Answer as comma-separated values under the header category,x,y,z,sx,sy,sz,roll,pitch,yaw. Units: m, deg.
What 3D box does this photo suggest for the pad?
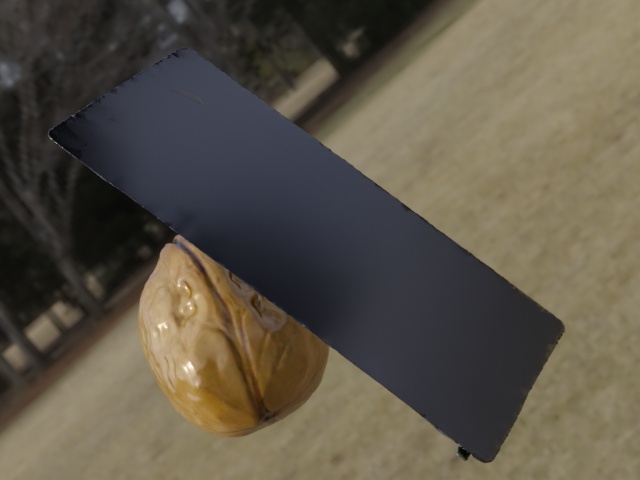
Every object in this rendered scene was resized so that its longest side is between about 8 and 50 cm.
category,x,y,z,sx,sy,sz,roll,pitch,yaw
pad,0.000,0.000,0.836,0.009,0.265,0.159,-56,-6,32

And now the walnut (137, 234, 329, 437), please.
category,x,y,z,sx,sy,sz,roll,pitch,yaw
walnut,-0.068,0.066,1.263,0.144,0.180,0.144,-23,-37,-19
